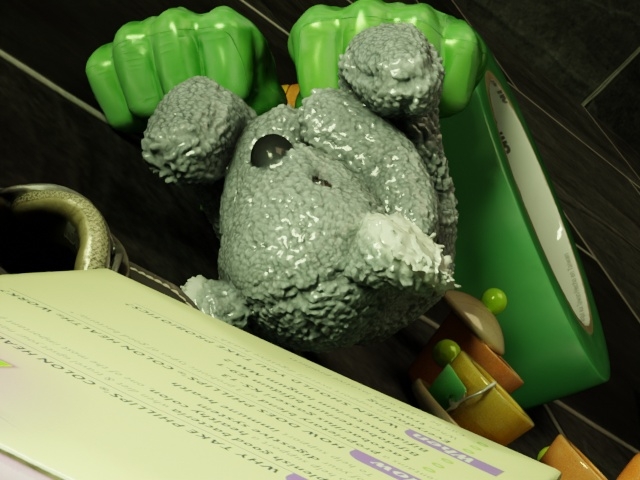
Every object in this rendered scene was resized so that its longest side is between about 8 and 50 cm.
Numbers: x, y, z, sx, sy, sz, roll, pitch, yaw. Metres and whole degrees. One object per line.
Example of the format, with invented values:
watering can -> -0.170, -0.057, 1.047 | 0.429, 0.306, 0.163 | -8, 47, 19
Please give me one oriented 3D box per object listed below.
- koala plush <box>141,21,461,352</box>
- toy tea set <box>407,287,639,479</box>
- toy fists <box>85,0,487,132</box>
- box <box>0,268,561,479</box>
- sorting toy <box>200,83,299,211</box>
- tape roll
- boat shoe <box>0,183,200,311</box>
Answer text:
koala plush -> 0.000, 0.000, 0.962 | 0.221, 0.196, 0.203 | -79, 151, -72
toy tea set -> 0.179, 0.136, 1.068 | 0.336, 0.124, 0.200 | 47, 4, 30
toy fists -> -0.024, -0.116, 1.120 | 0.142, 0.279, 0.096 | 25, 65, -78
box -> -0.061, 0.104, 0.535 | 0.214, 0.117, 0.243 | 23, 8, 19
sorting toy -> -0.024, -0.065, 1.267 | 0.126, 0.127, 0.365 | 15, 20, 3
tape roll -> 0.152, -0.020, 1.355 | 0.321, 0.077, 0.321 | 59, 16, -29
boat shoe -> -0.132, 0.021, 0.745 | 0.285, 0.092, 0.103 | 20, 29, -55
